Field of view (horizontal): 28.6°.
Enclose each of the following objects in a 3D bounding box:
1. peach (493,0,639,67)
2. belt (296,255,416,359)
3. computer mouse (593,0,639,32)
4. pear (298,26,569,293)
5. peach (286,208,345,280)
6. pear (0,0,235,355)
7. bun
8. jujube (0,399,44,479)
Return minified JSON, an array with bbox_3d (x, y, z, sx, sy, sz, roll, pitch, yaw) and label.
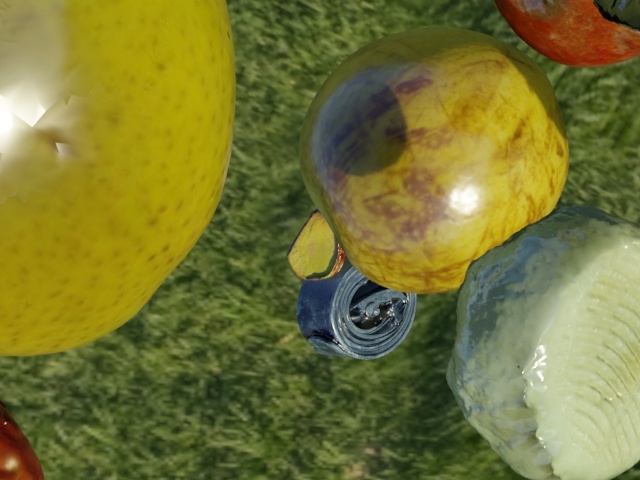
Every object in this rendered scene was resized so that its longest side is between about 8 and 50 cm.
[{"bbox_3d":[0.240,-0.254,1.033,0.232,0.256,0.232,8,116,16],"label":"peach"},{"bbox_3d":[0.052,0.089,1.712,0.082,0.190,0.141,0,99,41],"label":"belt"},{"bbox_3d":[0.297,-0.123,0.668,0.295,0.168,0.087,12,104,3],"label":"computer mouse"},{"bbox_3d":[0.115,-0.085,1.270,0.281,0.281,0.280,-9,75,36],"label":"pear"},{"bbox_3d":[0.000,0.000,1.426,0.077,0.050,0.083,0,104,36],"label":"peach"},{"bbox_3d":[-0.209,-0.093,0.700,0.340,0.386,0.191,-40,27,3],"label":"pear"},{"bbox_3d":[0.159,0.067,0.841,0.118,0.195,0.195,20,93,46],"label":"bun"},{"bbox_3d":[-0.291,0.184,0.686,0.197,0.290,0.197,31,137,34],"label":"jujube"}]
